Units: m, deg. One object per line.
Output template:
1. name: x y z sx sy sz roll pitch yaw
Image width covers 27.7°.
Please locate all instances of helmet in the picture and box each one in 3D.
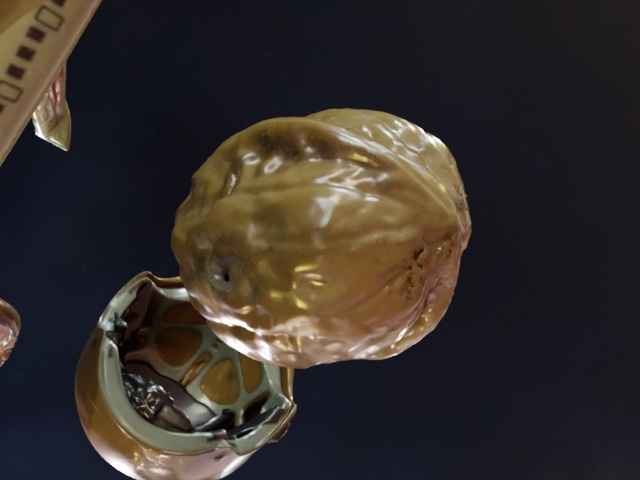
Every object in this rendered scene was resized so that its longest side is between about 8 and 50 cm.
1. helmet: -0.133 0.137 1.180 0.130 0.198 0.224 -48 -2 31

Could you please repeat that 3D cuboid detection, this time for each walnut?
1. walnut: 0.000 0.000 0.940 0.198 0.245 0.198 9 -103 -46

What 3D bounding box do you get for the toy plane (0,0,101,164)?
1. toy plane: -0.133 -0.080 0.502 0.242 0.104 0.256 -37 -34 -75

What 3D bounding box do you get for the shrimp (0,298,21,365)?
1. shrimp: -0.261 0.076 0.726 0.144 0.052 0.251 2 -29 -33
